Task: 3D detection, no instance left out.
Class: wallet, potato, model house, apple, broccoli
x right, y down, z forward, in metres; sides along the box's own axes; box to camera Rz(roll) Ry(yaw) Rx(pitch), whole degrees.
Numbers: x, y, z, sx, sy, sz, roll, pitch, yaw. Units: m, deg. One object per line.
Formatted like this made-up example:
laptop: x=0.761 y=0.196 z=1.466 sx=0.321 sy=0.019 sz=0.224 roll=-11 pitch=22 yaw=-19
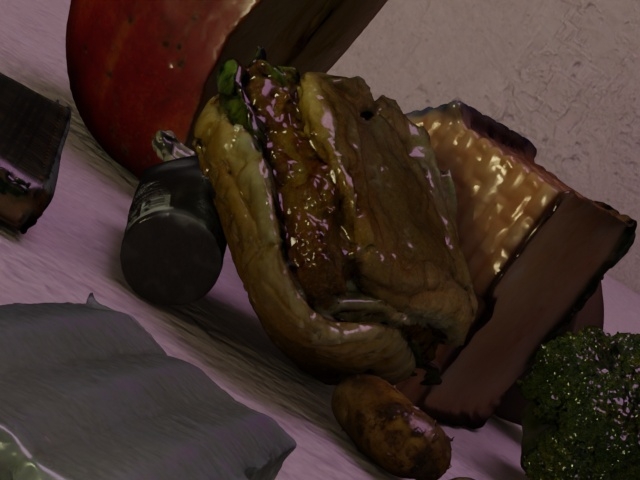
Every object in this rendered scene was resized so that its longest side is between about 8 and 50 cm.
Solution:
wallet: x=-0.281 y=-0.114 z=1.002 sx=0.317 sy=0.044 sz=0.169 roll=31 pitch=13 yaw=-13
potato: x=0.037 y=0.103 z=1.006 sx=0.083 sy=0.040 sz=0.051 roll=34 pitch=-17 yaw=43
model house: x=0.078 y=0.003 z=1.240 sx=0.172 sy=0.183 sz=0.166 roll=39 pitch=9 yaw=25
apple: x=-0.031 y=-0.193 z=1.382 sx=0.295 sy=0.365 sz=0.329 roll=27 pitch=21 yaw=-33
broccoli: x=0.190 y=0.125 z=1.174 sx=0.138 sy=0.146 sz=0.162 roll=-12 pitch=-46 yaw=44

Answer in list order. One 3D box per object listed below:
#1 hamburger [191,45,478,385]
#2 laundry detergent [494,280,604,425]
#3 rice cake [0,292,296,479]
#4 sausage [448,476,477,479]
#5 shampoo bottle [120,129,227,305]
hamburger: x=0.000 y=0.000 z=1.066 sx=0.206 sy=0.130 sz=0.183 roll=28 pitch=38 yaw=-56
laundry detergent: x=0.139 y=0.037 z=1.338 sx=0.237 sy=0.171 sz=0.076 roll=38 pitch=30 yaw=25
rice cake: x=-0.084 y=0.070 z=0.712 sx=0.127 sy=0.043 sz=0.237 roll=37 pitch=9 yaw=9
sausage: x=0.095 y=0.170 z=0.874 sx=0.033 sy=0.033 sz=0.269 roll=32 pitch=8 yaw=-18
shampoo bottle: x=-0.086 y=-0.019 z=1.112 sx=0.057 sy=0.063 sz=0.208 roll=-11 pitch=15 yaw=1
